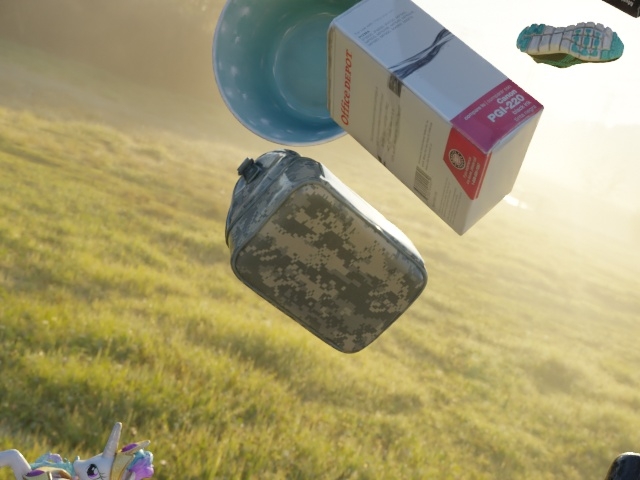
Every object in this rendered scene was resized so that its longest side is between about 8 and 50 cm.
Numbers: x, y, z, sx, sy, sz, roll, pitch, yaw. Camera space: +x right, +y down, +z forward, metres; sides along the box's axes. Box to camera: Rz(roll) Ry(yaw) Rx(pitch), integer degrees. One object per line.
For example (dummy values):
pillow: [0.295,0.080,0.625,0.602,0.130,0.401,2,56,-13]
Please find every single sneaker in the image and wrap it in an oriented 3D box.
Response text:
sneaker: [0.392,-0.297,1.227,0.166,0.065,0.076,19,-6,37]

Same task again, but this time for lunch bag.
lunch bag: [0.000,0.000,1.286,0.305,0.212,0.256,37,16,-25]

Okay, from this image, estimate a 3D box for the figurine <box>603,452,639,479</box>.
figurine: [0.359,0.411,1.027,0.092,0.215,0.209,32,51,19]

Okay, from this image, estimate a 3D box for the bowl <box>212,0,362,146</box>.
bowl: [-0.011,-0.307,1.339,0.311,0.312,0.163,21,6,11]

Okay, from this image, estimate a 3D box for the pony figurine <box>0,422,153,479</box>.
pony figurine: [-0.401,0.464,1.198,0.363,0.351,0.303,-11,10,3]

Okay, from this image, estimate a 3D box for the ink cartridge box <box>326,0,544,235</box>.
ink cartridge box: [0.109,-0.135,0.829,0.218,0.092,0.159,44,-21,21]

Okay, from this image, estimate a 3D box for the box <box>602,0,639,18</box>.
box: [0.208,-0.350,0.674,0.060,0.216,0.270,-35,60,-29]
